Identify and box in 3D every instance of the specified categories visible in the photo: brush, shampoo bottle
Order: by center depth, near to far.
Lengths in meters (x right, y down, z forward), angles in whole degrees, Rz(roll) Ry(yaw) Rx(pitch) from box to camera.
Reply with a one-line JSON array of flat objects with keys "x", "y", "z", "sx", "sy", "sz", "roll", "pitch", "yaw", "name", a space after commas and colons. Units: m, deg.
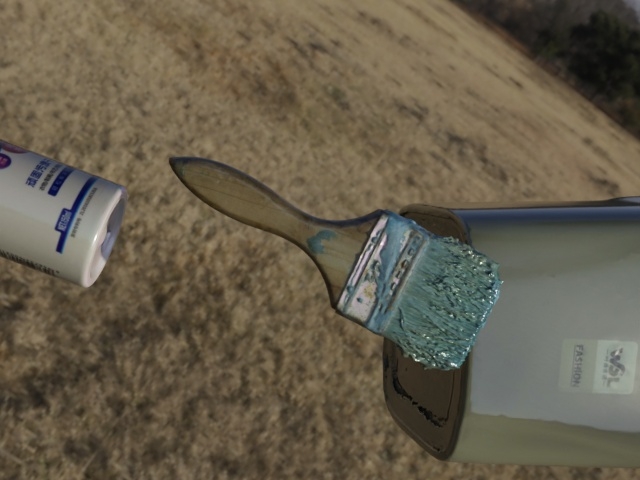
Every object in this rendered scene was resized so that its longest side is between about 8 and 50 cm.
[{"x": 0.000, "y": 0.000, "z": 0.510, "sx": 0.196, "sy": 0.070, "sz": 0.021, "roll": 28, "pitch": 10, "yaw": 12, "name": "brush"}, {"x": -0.313, "y": -0.056, "z": 0.759, "sx": 0.303, "sy": 0.092, "sz": 0.092, "roll": 22, "pitch": 20, "yaw": -2, "name": "shampoo bottle"}]

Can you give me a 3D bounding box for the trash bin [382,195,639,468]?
[{"x": 0.187, "y": 0.060, "z": 0.676, "sx": 0.250, "sy": 0.220, "sz": 0.219, "roll": 2, "pitch": 3, "yaw": -13, "name": "trash bin"}]
